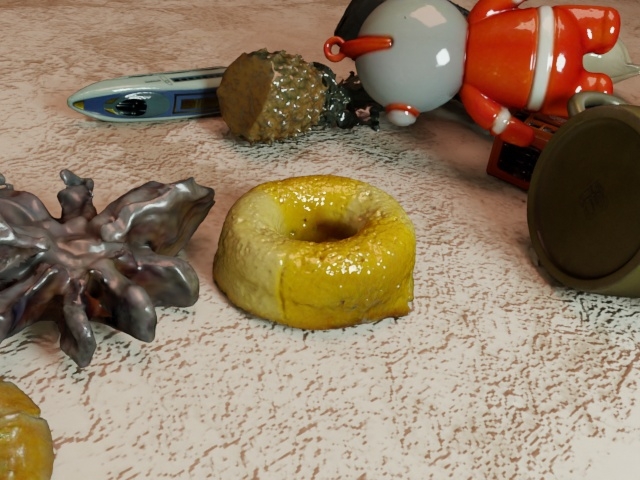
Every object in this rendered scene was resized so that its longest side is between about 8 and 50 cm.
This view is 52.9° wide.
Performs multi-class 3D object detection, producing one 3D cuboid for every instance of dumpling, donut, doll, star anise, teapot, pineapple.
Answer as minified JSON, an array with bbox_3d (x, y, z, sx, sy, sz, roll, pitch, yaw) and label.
[{"bbox_3d":[0.492,-0.359,1.224,0.250,0.132,0.162,18,37,7],"label":"dumpling"},{"bbox_3d":[0.001,0.000,0.571,0.190,0.074,0.174,-2,37,-21],"label":"donut"},{"bbox_3d":[0.170,-0.215,0.764,0.337,0.199,0.105,4,6,8],"label":"doll"},{"bbox_3d":[-0.200,0.000,0.473,0.258,0.110,0.198,9,33,-18],"label":"star anise"},{"bbox_3d":[0.328,-0.045,0.646,0.175,0.185,0.267,5,58,-23],"label":"teapot"},{"bbox_3d":[-0.006,-0.177,0.819,0.125,0.125,0.251,37,30,31],"label":"pineapple"}]

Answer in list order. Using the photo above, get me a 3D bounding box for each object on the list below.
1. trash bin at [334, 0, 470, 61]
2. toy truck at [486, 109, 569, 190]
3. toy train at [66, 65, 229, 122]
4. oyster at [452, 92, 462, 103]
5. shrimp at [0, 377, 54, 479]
[{"bbox_3d":[0.112,-0.284,0.888,0.161,0.175,0.175,30,30,-15],"label":"trash bin"},{"bbox_3d":[0.342,-0.089,0.795,0.253,0.107,0.114,28,44,25],"label":"toy truck"},{"bbox_3d":[-0.180,-0.174,0.788,0.252,0.055,0.048,-20,55,-39],"label":"toy train"},{"bbox_3d":[0.264,-0.220,0.944,0.214,0.083,0.223,31,0,13],"label":"oyster"},{"bbox_3d":[-0.195,0.137,0.326,0.115,0.051,0.217,-2,34,-25],"label":"shrimp"}]
